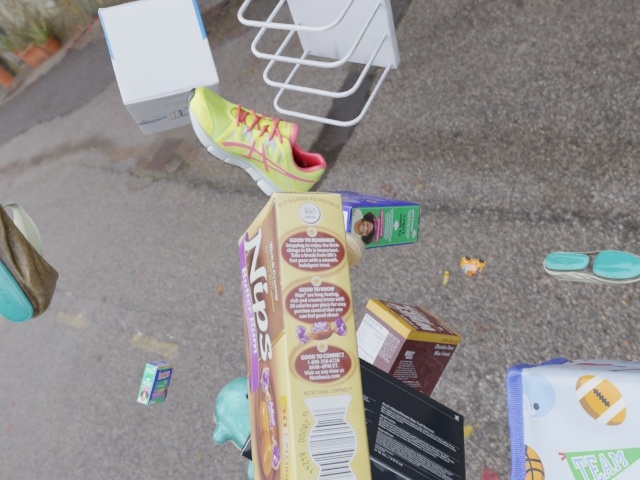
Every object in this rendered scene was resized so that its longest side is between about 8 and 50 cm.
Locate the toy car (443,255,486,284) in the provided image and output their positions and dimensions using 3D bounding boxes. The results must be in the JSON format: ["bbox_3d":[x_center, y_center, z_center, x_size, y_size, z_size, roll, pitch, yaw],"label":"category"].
[{"bbox_3d":[0.338,0.082,1.414,0.122,0.060,0.041,123,166,-55],"label":"toy car"}]

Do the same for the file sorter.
[{"bbox_3d":[-0.009,-0.347,0.963,0.192,0.278,0.173,17,64,25],"label":"file sorter"}]

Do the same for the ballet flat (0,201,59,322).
[{"bbox_3d":[-0.495,-0.037,0.885,0.116,0.343,0.124,-13,31,21],"label":"ballet flat"}]

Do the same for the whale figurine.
[{"bbox_3d":[-0.180,0.490,1.610,0.141,0.216,0.272,107,145,-48],"label":"whale figurine"}]

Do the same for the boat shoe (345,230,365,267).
[{"bbox_3d":[0.000,0.000,0.811,0.170,0.063,0.059,4,32,46],"label":"boat shoe"}]

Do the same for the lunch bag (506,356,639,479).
[{"bbox_3d":[0.378,0.322,0.601,0.327,0.238,0.386,-6,80,40],"label":"lunch bag"}]

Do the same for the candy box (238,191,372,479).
[{"bbox_3d":[-0.016,0.072,0.413,0.109,0.053,0.187,140,126,-65],"label":"candy box"}]

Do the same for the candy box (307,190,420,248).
[{"bbox_3d":[0.074,-0.060,1.625,0.268,0.317,0.122,14,104,40],"label":"candy box"}]

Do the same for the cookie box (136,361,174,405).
[{"bbox_3d":[-0.453,0.391,1.655,0.040,0.092,0.107,11,86,17],"label":"cookie box"}]

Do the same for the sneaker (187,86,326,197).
[{"bbox_3d":[-0.075,-0.133,0.767,0.094,0.208,0.082,-32,40,30],"label":"sneaker"}]

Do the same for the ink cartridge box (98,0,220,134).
[{"bbox_3d":[-0.288,-0.322,1.128,0.168,0.171,0.232,-16,0,-9],"label":"ink cartridge box"}]

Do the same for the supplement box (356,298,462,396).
[{"bbox_3d":[0.167,0.249,1.302,0.129,0.191,0.194,37,107,45],"label":"supplement box"}]

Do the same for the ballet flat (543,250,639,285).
[{"bbox_3d":[0.441,0.045,0.959,0.168,0.052,0.057,8,64,52],"label":"ballet flat"}]

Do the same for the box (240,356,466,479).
[{"bbox_3d":[0.053,0.252,0.785,0.103,0.261,0.184,-61,0,26],"label":"box"}]
